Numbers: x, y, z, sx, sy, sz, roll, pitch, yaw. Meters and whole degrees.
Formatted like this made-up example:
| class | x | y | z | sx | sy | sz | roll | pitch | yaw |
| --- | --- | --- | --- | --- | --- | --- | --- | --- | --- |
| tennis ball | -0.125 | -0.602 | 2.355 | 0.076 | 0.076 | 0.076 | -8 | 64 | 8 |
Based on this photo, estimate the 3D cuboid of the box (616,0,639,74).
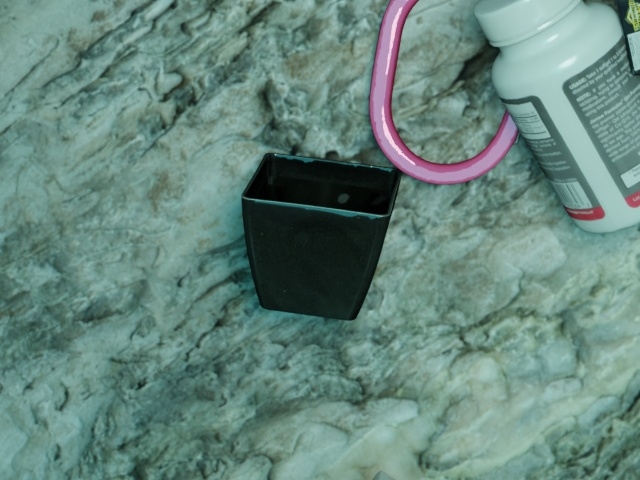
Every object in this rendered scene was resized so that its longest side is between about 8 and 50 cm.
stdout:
| class | x | y | z | sx | sy | sz | roll | pitch | yaw |
| --- | --- | --- | --- | --- | --- | --- | --- | --- | --- |
| box | 0.441 | -0.296 | 1.758 | 0.051 | 0.220 | 0.175 | -12 | 88 | 46 |

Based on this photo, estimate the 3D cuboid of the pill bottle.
| class | x | y | z | sx | sy | sz | roll | pitch | yaw |
| --- | --- | --- | --- | --- | --- | --- | --- | --- | --- |
| pill bottle | 0.321 | -0.181 | 1.777 | 0.176 | 0.176 | 0.318 | -30 | 109 | 10 |

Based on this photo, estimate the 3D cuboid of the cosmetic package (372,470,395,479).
| class | x | y | z | sx | sy | sz | roll | pitch | yaw |
| --- | --- | --- | --- | --- | --- | --- | --- | --- | --- |
| cosmetic package | 0.123 | 0.453 | 1.908 | 0.224 | 0.224 | 0.138 | 35 | 101 | 1 |

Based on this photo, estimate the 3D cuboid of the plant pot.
| class | x | y | z | sx | sy | sz | roll | pitch | yaw |
| --- | --- | --- | --- | --- | --- | --- | --- | --- | --- |
| plant pot | 0.000 | 0.000 | 1.885 | 0.188 | 0.187 | 0.167 | 7 | 112 | 6 |

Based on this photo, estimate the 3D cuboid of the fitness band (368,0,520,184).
| class | x | y | z | sx | sy | sz | roll | pitch | yaw |
| --- | --- | --- | --- | --- | --- | --- | --- | --- | --- |
| fitness band | 0.173 | -0.218 | 1.887 | 0.209 | 0.054 | 0.290 | 10 | 98 | 6 |
